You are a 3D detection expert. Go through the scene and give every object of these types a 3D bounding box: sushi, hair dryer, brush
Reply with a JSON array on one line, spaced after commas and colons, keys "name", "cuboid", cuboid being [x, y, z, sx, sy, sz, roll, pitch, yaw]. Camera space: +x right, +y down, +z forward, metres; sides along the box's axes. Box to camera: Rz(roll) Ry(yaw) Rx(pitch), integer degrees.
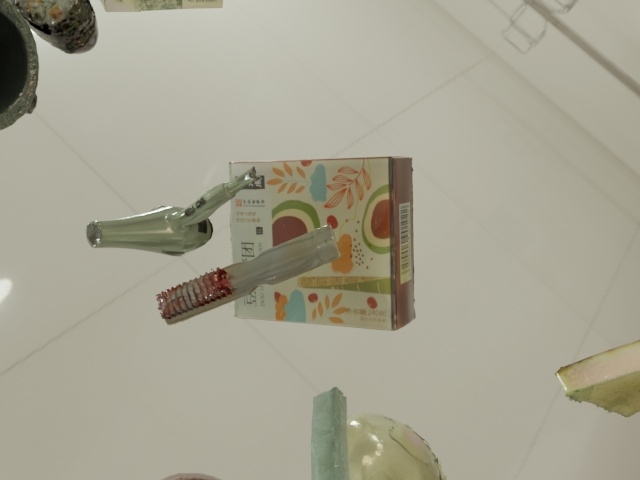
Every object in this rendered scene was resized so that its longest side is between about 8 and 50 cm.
[{"name": "sushi", "cuboid": [-0.523, -0.462, 1.285, 0.136, 0.225, 0.126, -41, -13, -3]}, {"name": "hair dryer", "cuboid": [-0.246, -0.043, 1.070, 0.229, 0.092, 0.267, -12, -16, -34]}, {"name": "brush", "cuboid": [-0.124, 0.056, 1.077, 0.320, 0.060, 0.050, -22, -20, 13]}]

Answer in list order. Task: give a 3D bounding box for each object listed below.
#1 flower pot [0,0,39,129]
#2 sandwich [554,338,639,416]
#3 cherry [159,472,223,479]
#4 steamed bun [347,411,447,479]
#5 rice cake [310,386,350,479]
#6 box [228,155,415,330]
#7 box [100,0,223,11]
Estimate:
[{"name": "flower pot", "cuboid": [-0.679, -0.333, 1.198, 0.299, 0.282, 0.299, 7, -90, -68]}, {"name": "sandwich", "cuboid": [0.479, 0.197, 1.028, 0.192, 0.058, 0.162, 21, -55, -35]}, {"name": "cherry", "cuboid": [-0.217, 0.489, 1.000, 0.307, 0.261, 0.221, -2, -5, -32]}, {"name": "steamed bun", "cuboid": [0.160, 0.566, 1.654, 0.233, 0.312, 0.334, -44, 34, 1]}, {"name": "rice cake", "cuboid": [0.020, 0.418, 1.204, 0.066, 0.063, 0.336, -28, 35, 24]}, {"name": "box", "cuboid": [0.000, 0.000, 1.428, 0.122, 0.385, 0.345, -14, -76, -64]}, {"name": "box", "cuboid": [-0.362, -0.566, 1.488, 0.256, 0.164, 0.069, -10, -53, -22]}]
